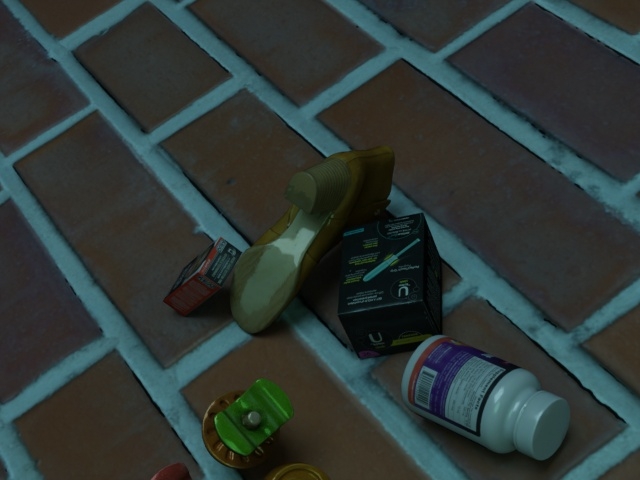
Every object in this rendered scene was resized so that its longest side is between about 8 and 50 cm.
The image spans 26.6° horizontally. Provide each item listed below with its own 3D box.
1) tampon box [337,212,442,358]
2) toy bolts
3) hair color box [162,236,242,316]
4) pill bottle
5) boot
[{"bbox_3d":[0.097,0.062,1.844,0.120,0.101,0.161,-11,45,16],"label":"tampon box"},{"bbox_3d":[-0.114,0.321,1.704,0.228,0.158,0.218,-35,82,-24],"label":"toy bolts"},{"bbox_3d":[-0.173,0.054,1.970,0.141,0.043,0.072,-36,21,54],"label":"hair color box"},{"bbox_3d":[0.204,0.196,1.655,0.193,0.108,0.108,22,60,39],"label":"pill bottle"},{"bbox_3d":[0.000,-0.001,1.944,0.104,0.295,0.211,41,32,24],"label":"boot"}]
